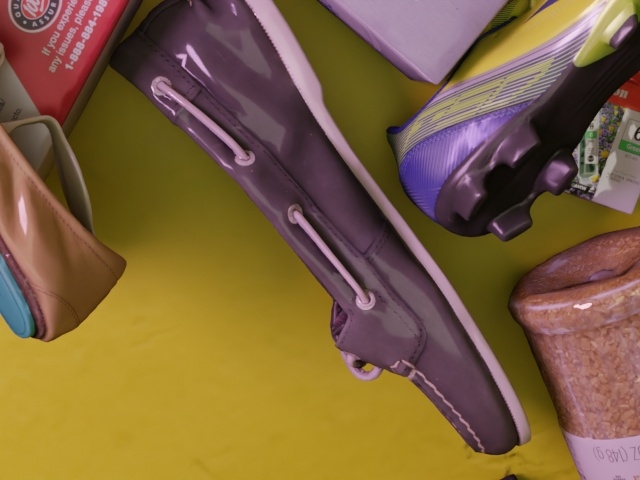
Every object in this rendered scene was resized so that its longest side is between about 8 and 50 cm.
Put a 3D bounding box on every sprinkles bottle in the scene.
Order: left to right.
[{"bbox_3d":[0.235,0.171,0.732,0.121,0.121,0.355,-24,101,1],"label":"sprinkles bottle"}]

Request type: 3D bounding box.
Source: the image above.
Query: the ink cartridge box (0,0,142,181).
[{"bbox_3d":[-0.259,-0.134,0.642,0.272,0.114,0.197,29,98,-10],"label":"ink cartridge box"}]

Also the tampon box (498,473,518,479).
[{"bbox_3d":[0.120,0.257,0.739,0.101,0.120,0.161,-24,101,0],"label":"tampon box"}]

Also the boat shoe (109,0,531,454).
[{"bbox_3d":[0.000,0.000,0.687,0.095,0.112,0.335,-33,95,-5],"label":"boat shoe"}]

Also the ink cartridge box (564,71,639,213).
[{"bbox_3d":[0.184,-0.081,0.727,0.062,0.029,0.115,18,99,-7],"label":"ink cartridge box"}]

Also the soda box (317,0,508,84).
[{"bbox_3d":[-0.017,-0.215,0.656,0.286,0.091,0.098,39,94,-10],"label":"soda box"}]

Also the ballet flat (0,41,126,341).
[{"bbox_3d":[-0.176,-0.060,0.579,0.073,0.080,0.232,-36,108,-26],"label":"ballet flat"}]

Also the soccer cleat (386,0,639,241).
[{"bbox_3d":[0.149,-0.129,0.668,0.289,0.121,0.093,-47,139,12],"label":"soccer cleat"}]
